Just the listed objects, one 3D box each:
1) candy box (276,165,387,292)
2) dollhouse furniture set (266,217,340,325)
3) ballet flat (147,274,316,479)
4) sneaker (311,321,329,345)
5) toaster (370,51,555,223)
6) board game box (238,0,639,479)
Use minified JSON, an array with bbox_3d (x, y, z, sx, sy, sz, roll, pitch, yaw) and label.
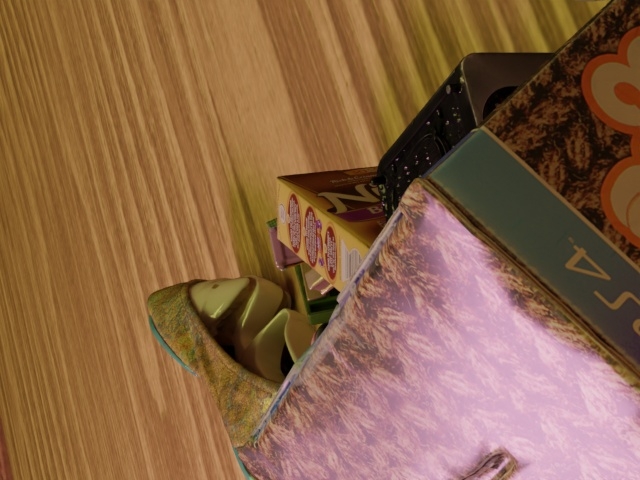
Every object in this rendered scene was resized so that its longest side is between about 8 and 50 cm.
[{"bbox_3d":[0.050,-0.003,1.167,0.186,0.109,0.053,-145,51,-63],"label":"candy box"},{"bbox_3d":[0.000,0.000,1.330,0.152,0.076,0.058,79,178,-55],"label":"dollhouse furniture set"},{"bbox_3d":[-0.057,0.097,1.516,0.348,0.123,0.123,-130,38,-58],"label":"ballet flat"},{"bbox_3d":[0.033,0.103,1.351,0.119,0.047,0.057,59,143,35],"label":"sneaker"},{"bbox_3d":[0.111,0.001,0.999,0.186,0.110,0.168,129,132,-62],"label":"toaster"},{"bbox_3d":[0.138,-0.005,0.624,0.141,0.291,0.232,43,151,7],"label":"board game box"}]
